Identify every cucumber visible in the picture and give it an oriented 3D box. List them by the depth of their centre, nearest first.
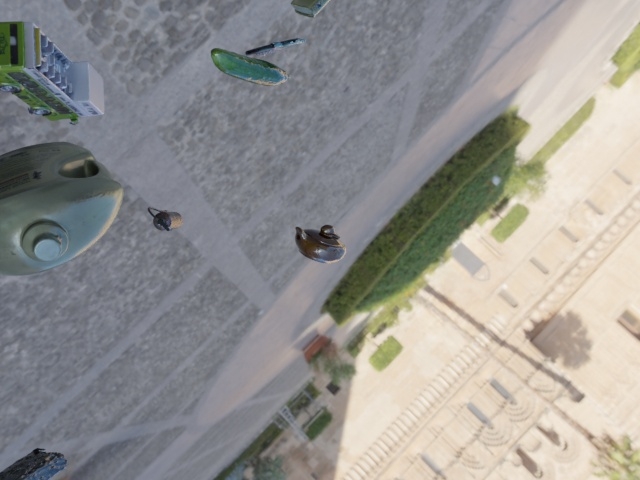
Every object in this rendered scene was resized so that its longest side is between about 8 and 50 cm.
[{"bbox_3d":[-0.269,0.215,0.498,0.034,0.033,0.135,-6,-169,23],"label":"cucumber"},{"bbox_3d":[-0.149,-0.377,1.341,0.250,0.056,0.056,0,137,-50],"label":"cucumber"}]

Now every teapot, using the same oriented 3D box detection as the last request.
[{"bbox_3d":[0.000,0.000,1.317,0.129,0.098,0.078,16,107,-30],"label":"teapot"}]

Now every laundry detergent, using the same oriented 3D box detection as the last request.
[{"bbox_3d":[-0.322,-0.037,0.695,0.181,0.253,0.091,-24,121,-20],"label":"laundry detergent"}]

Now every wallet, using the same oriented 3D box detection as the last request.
[{"bbox_3d":[0.005,-0.631,1.524,0.155,0.110,0.039,-48,132,-5],"label":"wallet"}]

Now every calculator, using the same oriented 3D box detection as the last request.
[{"bbox_3d":[-0.102,-0.450,1.408,0.141,0.019,0.094,-6,-166,28],"label":"calculator"}]

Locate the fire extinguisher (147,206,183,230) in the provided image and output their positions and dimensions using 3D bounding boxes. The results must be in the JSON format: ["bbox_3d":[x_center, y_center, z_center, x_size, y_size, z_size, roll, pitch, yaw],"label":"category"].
[{"bbox_3d":[-0.365,-0.050,1.412,0.045,0.078,0.157,-50,-177,3],"label":"fire extinguisher"}]

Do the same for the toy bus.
[{"bbox_3d":[-0.545,-0.327,1.204,0.139,0.113,0.301,-5,175,-1],"label":"toy bus"}]
